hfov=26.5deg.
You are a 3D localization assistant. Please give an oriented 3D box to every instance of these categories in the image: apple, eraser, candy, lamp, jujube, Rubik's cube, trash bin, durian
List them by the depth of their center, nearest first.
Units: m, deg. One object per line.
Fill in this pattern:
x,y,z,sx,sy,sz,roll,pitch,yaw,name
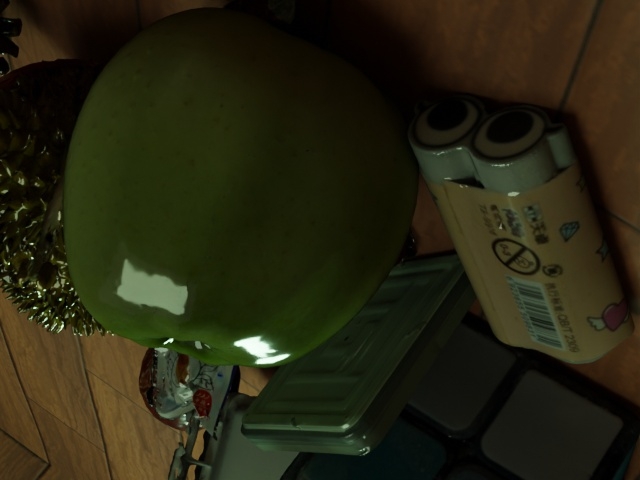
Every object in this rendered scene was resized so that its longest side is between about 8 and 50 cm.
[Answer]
0.197,-0.006,1.338,0.171,0.087,0.290,13,145,39,eraser
-0.085,-0.044,1.342,0.357,0.357,0.357,31,154,17,apple
-0.059,-0.229,1.363,0.175,0.045,0.043,-6,96,58,candy
0.047,0.128,1.544,0.047,0.266,0.269,47,154,-17,lamp
-0.292,-0.056,1.618,0.347,0.384,0.347,2,125,2,durian
0.163,0.314,1.639,0.313,0.318,0.316,30,154,20,Rubik's cube
-0.014,0.372,2.014,0.367,0.256,0.296,2,159,42,trash bin
-0.198,0.209,2.154,0.168,0.168,0.236,39,144,1,jujube

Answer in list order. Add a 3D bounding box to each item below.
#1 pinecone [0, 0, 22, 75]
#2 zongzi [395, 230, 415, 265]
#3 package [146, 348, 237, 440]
-0.473,-0.260,1.702,0.208,0.208,0.208,31,154,17,pinecone
0.084,0.005,1.559,0.067,0.073,0.083,10,103,46,zongzi
-0.176,0.149,1.983,0.194,0.269,0.071,12,-174,30,package
